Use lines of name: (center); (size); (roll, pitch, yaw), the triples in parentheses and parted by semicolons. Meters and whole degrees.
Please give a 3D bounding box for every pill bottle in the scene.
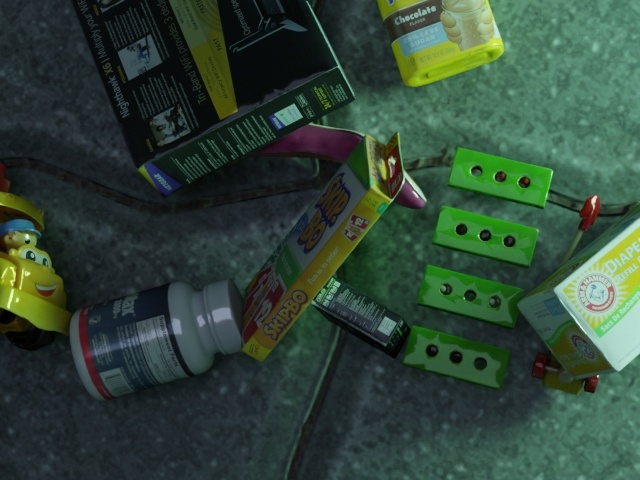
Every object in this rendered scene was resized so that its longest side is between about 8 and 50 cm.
pill bottle: (-0.173, 0.104, 1.479); (0.180, 0.108, 0.108); (-16, 79, 7)

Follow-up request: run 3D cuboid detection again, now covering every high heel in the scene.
high heel: (-0.002, -0.082, 1.489); (0.244, 0.082, 0.117); (39, 91, 13)

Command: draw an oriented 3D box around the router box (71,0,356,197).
router box: (-0.132, -0.236, 1.501); (0.243, 0.081, 0.309); (-26, 63, 5)

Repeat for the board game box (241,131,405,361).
board game box: (0.000, 0.000, 1.411); (0.039, 0.124, 0.259); (33, 114, -18)

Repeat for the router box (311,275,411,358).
router box: (0.045, 0.082, 1.436); (0.092, 0.122, 0.038); (29, 84, 12)

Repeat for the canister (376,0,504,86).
canister: (0.124, -0.270, 1.500); (0.126, 0.073, 0.170); (-19, 80, 7)

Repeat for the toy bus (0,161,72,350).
toy bus: (-0.378, 0.007, 1.504); (0.220, 0.149, 0.211); (2, 71, 27)

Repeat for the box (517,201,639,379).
box: (0.318, 0.038, 1.362); (0.203, 0.114, 0.103); (-37, 89, -14)

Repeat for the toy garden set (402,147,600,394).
toy garden set: (0.215, 0.043, 1.450); (0.204, 0.049, 0.244); (14, 79, 8)
